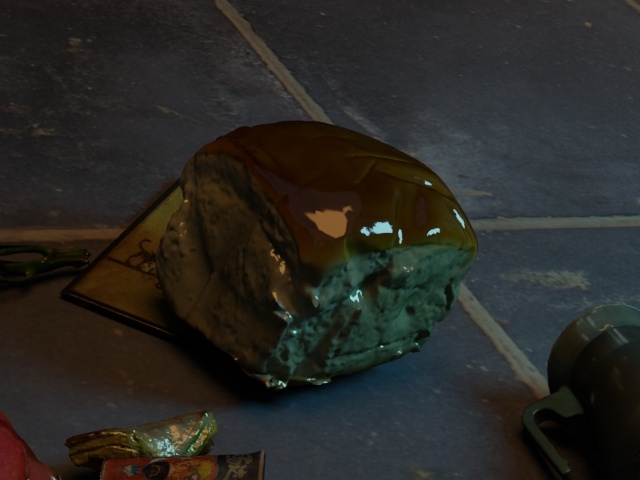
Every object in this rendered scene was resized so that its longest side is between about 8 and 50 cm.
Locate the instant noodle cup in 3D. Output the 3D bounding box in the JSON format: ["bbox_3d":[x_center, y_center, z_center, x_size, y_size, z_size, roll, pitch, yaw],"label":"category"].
[{"bbox_3d":[-0.117,0.230,1.570,0.135,0.127,0.127,5,29,-1],"label":"instant noodle cup"}]

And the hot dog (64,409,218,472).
[{"bbox_3d":[-0.157,0.196,1.725,0.169,0.061,0.078,-8,-6,-38],"label":"hot dog"}]

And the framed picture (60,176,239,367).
[{"bbox_3d":[-0.102,0.033,2.095,0.255,0.014,0.339,21,29,11],"label":"framed picture"}]

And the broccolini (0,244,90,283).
[{"bbox_3d":[-0.314,0.023,1.953,0.201,0.074,0.058,-8,19,-35],"label":"broccolini"}]

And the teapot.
[{"bbox_3d":[0.320,0.178,1.918,0.203,0.171,0.225,-25,32,-8],"label":"teapot"}]

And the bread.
[{"bbox_3d":[0.000,0.000,1.955,0.279,0.225,0.250,-7,36,-41],"label":"bread"}]

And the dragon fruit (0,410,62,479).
[{"bbox_3d":[-0.321,0.223,1.432,0.290,0.189,0.290,1,28,-1],"label":"dragon fruit"}]
